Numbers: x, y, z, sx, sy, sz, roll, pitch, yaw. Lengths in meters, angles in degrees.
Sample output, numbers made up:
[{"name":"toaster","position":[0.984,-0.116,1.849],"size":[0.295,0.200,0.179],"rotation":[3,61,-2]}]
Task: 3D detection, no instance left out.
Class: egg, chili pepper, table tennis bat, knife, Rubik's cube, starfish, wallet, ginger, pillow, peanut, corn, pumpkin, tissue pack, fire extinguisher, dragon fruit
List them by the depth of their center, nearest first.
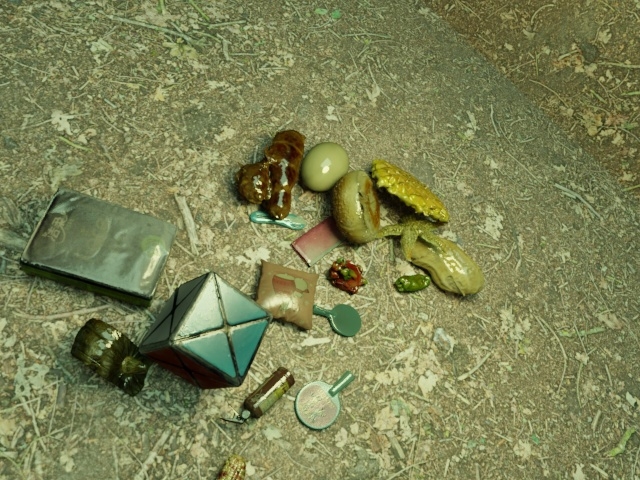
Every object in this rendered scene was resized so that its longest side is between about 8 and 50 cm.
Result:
[{"name":"corn","position":[-0.274,0.732,1.395],"size":[0.086,0.086,0.253],"rotation":[27,55,-7]},{"name":"pumpkin","position":[-0.608,0.336,1.443],"size":[0.248,0.126,0.131],"rotation":[32,58,-5]},{"name":"Rubik's cube","position":[-0.338,0.271,1.476],"size":[0.259,0.254,0.260],"rotation":[39,53,-26]},{"name":"fire extinguisher","position":[-0.203,0.499,1.567],"size":[0.106,0.075,0.252],"rotation":[31,52,30]},{"name":"tissue pack","position":[-0.688,0.025,1.578],"size":[0.394,0.124,0.288],"rotation":[19,57,-13]},{"name":"table tennis bat","position":[0.022,0.525,1.665],"size":[0.244,0.040,0.153],"rotation":[-34,79,-29]},{"name":"pillow","position":[-0.121,0.187,1.754],"size":[0.236,0.084,0.223],"rotation":[20,56,-15]},{"name":"table tennis bat","position":[0.060,0.279,1.814],"size":[0.201,0.033,0.124],"rotation":[21,55,-14]},{"name":"dragon fruit","position":[0.096,0.132,1.871],"size":[0.142,0.175,0.138],"rotation":[-24,61,0]},{"name":"knife","position":[-0.162,-0.081,1.913],"size":[0.221,0.031,0.064],"rotation":[7,64,-19]},{"name":"ginger","position":[-0.191,-0.289,1.931],"size":[0.254,0.176,0.418],"rotation":[24,60,-13]},{"name":"wallet","position":[0.000,0.000,1.942],"size":[0.232,0.025,0.119],"rotation":[-36,82,-33]},{"name":"chili pepper","position":[0.347,0.169,1.972],"size":[0.204,0.073,0.072],"rotation":[-2,46,-36]},{"name":"starfish","position":[0.393,-0.037,1.993],"size":[0.347,0.078,0.357],"rotation":[-24,33,-36]},{"name":"egg","position":[0.017,-0.298,2.012],"size":[0.186,0.186,0.242],"rotation":[40,55,2]},{"name":"peanut","position":[0.519,0.095,2.029],"size":[0.340,0.174,0.158],"rotation":[47,32,7]}]

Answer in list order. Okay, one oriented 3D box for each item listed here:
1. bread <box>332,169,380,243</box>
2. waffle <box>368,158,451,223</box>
[{"name":"bread","position":[0.137,-0.130,1.940],"size":[0.158,0.305,0.306],"rotation":[-8,59,17]},{"name":"waffle","position":[0.371,-0.203,2.052],"size":[0.379,0.095,0.382],"rotation":[30,20,-16]}]
